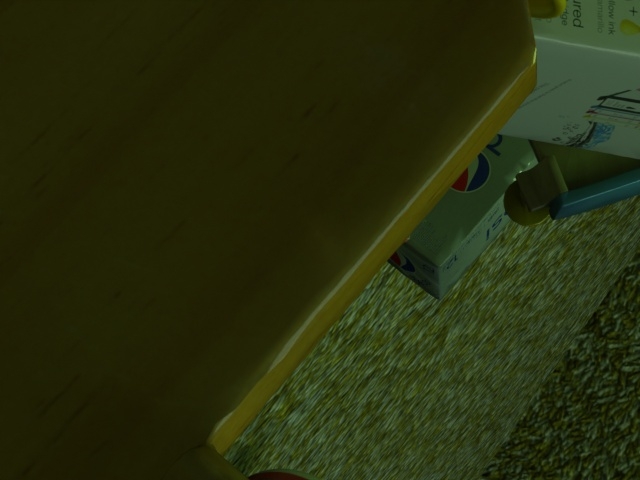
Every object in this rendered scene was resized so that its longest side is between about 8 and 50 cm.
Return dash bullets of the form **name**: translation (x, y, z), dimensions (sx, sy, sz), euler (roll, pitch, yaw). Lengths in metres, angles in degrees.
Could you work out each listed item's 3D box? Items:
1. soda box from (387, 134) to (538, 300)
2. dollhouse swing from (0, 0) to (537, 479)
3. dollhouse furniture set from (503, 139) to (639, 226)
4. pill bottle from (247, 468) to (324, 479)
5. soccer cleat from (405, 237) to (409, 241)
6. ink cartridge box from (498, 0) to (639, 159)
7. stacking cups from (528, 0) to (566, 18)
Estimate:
- **soda box**: translation (0.169, -0.084, 1.868), dimensions (0.286, 0.091, 0.098), euler (-48, 163, -14)
- **dollhouse swing**: translation (-0.125, -0.005, 0.720), dimensions (0.305, 0.347, 0.315), euler (-46, 164, -23)
- **dollhouse furniture set**: translation (0.260, -0.170, 1.781), dimensions (0.303, 0.286, 0.198), euler (-20, 167, -9)
- **pill bottle**: translation (-0.106, 0.388, 1.920), dimensions (0.363, 0.210, 0.210), euler (-33, 155, -51)
- **soccer cleat**: translation (0.000, 0.000, 1.523), dimensions (0.318, 0.116, 0.108), euler (-56, 164, 15)
- **ink cartridge box**: translation (0.183, -0.162, 1.231), dimensions (0.168, 0.233, 0.171), euler (152, -58, -61)
- **stacking cups**: translation (0.158, -0.270, 1.018), dimensions (0.316, 0.096, 0.096), euler (-60, 166, -8)
